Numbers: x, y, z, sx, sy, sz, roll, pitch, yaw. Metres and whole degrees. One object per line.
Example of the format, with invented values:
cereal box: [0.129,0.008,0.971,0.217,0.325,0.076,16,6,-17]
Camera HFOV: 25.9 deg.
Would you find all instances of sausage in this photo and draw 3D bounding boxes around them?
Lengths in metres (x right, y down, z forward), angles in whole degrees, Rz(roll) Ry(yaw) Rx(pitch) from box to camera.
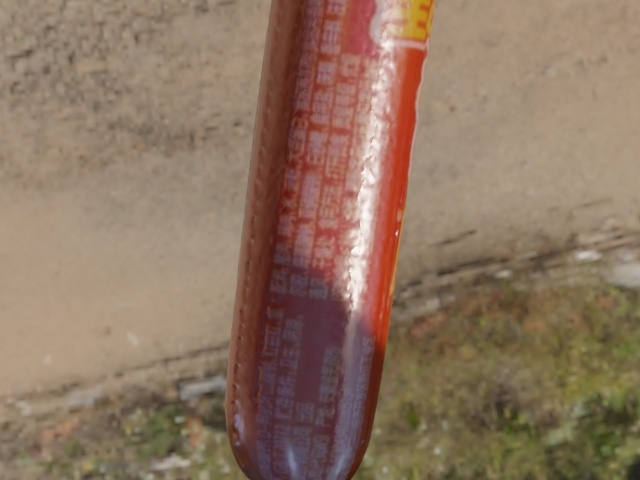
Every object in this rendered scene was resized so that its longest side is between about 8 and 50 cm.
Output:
sausage: [0.000,0.000,0.602,0.074,0.274,0.074,8,-172,-1]
